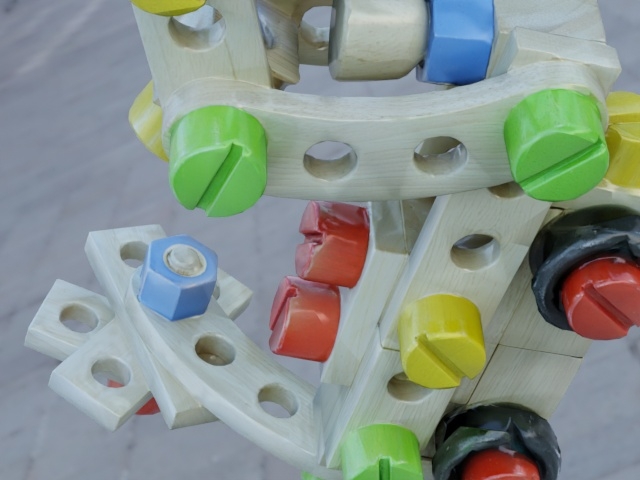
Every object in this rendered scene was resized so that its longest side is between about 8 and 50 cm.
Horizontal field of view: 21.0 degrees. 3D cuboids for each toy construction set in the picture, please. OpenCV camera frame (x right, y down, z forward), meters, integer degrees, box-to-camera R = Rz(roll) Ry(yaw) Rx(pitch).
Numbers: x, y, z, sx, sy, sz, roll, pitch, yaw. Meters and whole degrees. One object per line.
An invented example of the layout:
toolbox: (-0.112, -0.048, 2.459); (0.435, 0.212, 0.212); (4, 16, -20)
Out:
toy construction set: (0.000, 0.000, 0.611); (0.215, 0.151, 0.328); (10, -33, -14)
